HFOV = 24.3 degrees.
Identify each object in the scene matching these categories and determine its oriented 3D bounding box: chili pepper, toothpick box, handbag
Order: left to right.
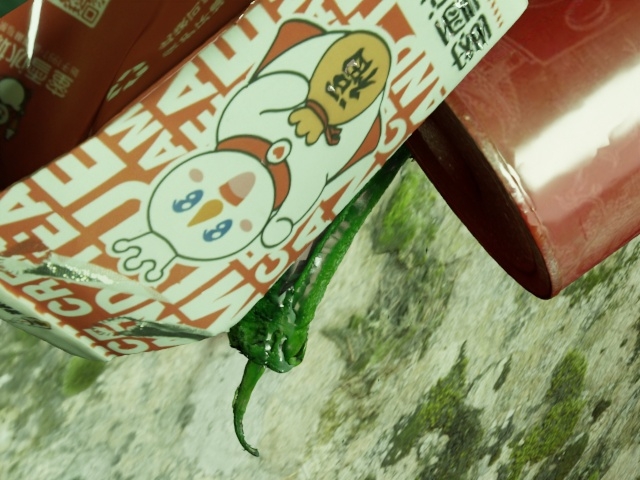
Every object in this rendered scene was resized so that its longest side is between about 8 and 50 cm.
[{"bbox_3d":[-0.065,-0.081,0.679,0.298,0.151,0.171,-46,150,-2],"label":"handbag"},{"bbox_3d":[0.000,0.000,0.960,0.279,0.065,0.122,-56,151,-8],"label":"chili pepper"},{"bbox_3d":[0.202,-0.142,0.832,0.333,0.204,0.204,-36,152,-5],"label":"toothpick box"}]

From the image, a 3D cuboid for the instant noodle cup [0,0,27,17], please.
[{"bbox_3d":[-0.156,-0.173,0.355,0.240,0.178,0.240,-40,150,-28],"label":"instant noodle cup"}]
